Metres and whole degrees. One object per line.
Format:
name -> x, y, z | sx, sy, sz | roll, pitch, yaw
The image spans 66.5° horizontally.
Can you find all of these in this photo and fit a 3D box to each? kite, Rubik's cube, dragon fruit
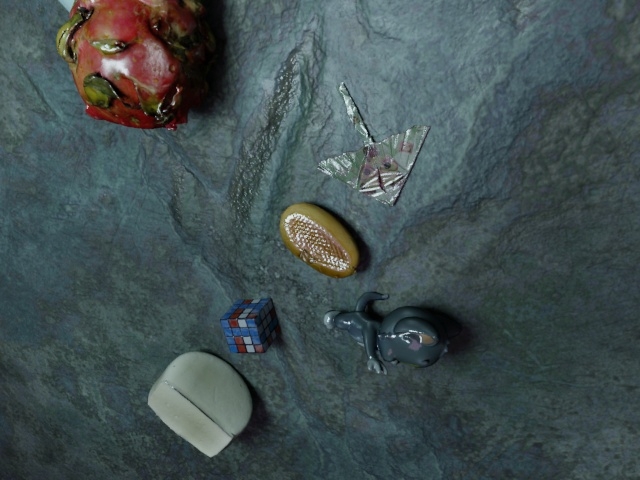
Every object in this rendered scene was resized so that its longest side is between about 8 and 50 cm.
kite -> 0.092, -0.179, 0.918 | 0.229, 0.012, 0.250 | -20, 104, 21
Rubik's cube -> -0.159, 0.195, 1.118 | 0.092, 0.092, 0.092 | -6, 110, 22
dragon fruit -> -0.318, -0.351, 0.852 | 0.250, 0.269, 0.291 | 18, 121, 0

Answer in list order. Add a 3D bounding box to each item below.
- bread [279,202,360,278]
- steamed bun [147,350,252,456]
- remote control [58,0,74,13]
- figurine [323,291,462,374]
bread -> 0.000, 0.000, 0.992 | 0.189, 0.077, 0.114 | 39, 99, 1
steamed bun -> -0.284, 0.389, 1.203 | 0.242, 0.164, 0.146 | 40, 120, -2
remote control -> -0.534, -0.552, 0.950 | 0.103, 0.051, 0.293 | -39, 95, 29
figurine -> 0.144, 0.182, 0.995 | 0.265, 0.193, 0.140 | 26, 96, 38
